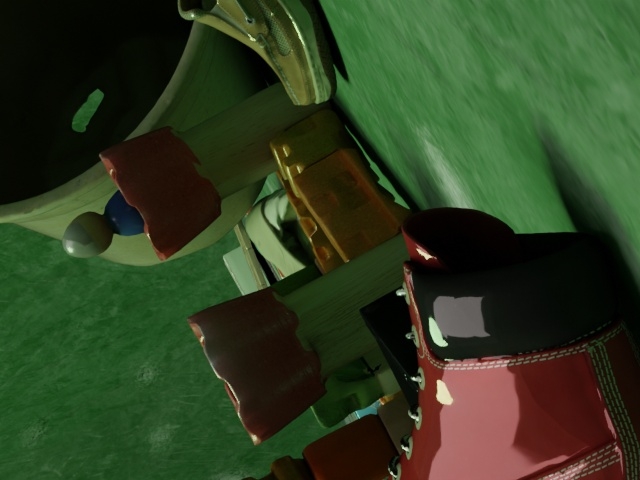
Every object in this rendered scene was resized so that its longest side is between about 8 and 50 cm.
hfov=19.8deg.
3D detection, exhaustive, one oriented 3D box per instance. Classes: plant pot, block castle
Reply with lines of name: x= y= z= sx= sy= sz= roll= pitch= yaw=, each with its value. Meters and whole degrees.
plant pot: x=-0.186 y=-0.128 z=1.471 sx=0.334 sy=0.334 sz=0.305 roll=60 pitch=-173 yaw=24
block castle: x=0.013 y=0.145 z=1.256 sx=0.303 sy=0.213 sz=0.453 roll=56 pitch=172 yaw=53

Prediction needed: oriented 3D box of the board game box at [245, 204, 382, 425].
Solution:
board game box: x=0.010 y=0.080 z=1.872 sx=0.242 sy=0.064 sz=0.316 roll=61 pitch=176 yaw=5

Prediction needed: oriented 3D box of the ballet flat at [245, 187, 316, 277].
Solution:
ballet flat: x=0.000 y=0.000 z=1.494 sx=0.086 sy=0.086 sz=0.248 roll=65 pitch=173 yaw=-35

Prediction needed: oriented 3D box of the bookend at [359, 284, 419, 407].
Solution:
bookend: x=0.100 y=0.106 z=0.904 sx=0.157 sy=0.072 sz=0.156 roll=63 pitch=176 yaw=-21

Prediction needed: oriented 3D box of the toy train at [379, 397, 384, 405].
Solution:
toy train: x=0.062 y=0.111 z=1.610 sx=0.125 sy=0.046 sz=0.166 roll=62 pitch=179 yaw=-25

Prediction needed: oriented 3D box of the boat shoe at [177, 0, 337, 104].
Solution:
boat shoe: x=-0.049 y=-0.147 z=1.062 sx=0.068 sy=0.072 sz=0.190 roll=56 pitch=173 yaw=52

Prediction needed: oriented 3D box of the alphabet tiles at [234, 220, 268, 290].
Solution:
alphabet tiles: x=-0.062 y=0.051 z=1.951 sx=0.237 sy=0.009 sz=0.198 roll=82 pitch=166 yaw=-78

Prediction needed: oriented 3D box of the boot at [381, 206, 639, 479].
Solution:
boot: x=0.050 y=0.079 z=0.757 sx=0.244 sy=0.088 sz=0.176 roll=-24 pitch=94 yaw=50

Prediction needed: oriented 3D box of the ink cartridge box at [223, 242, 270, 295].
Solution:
ink cartridge box: x=-0.057 y=0.040 z=2.227 sx=0.090 sy=0.092 sz=0.143 roll=61 pitch=177 yaw=4
